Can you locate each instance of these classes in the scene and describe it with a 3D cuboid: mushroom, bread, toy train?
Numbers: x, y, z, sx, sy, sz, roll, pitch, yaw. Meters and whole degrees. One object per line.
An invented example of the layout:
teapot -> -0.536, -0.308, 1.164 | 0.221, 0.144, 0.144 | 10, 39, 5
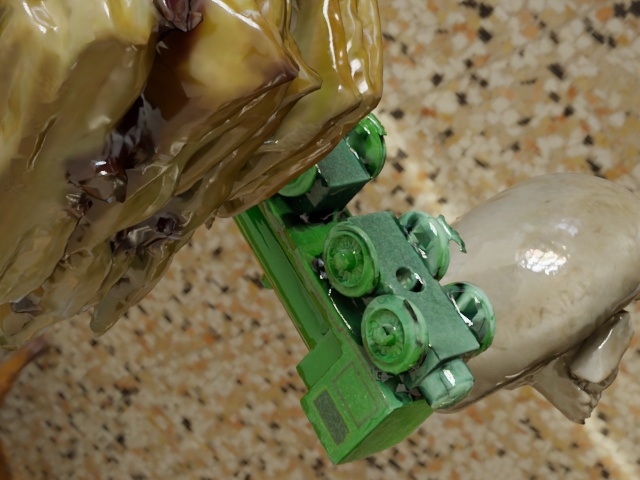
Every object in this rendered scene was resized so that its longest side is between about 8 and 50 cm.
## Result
mushroom -> 0.157, 0.052, 0.953 | 0.178, 0.226, 0.226 | 52, 138, 0
bread -> -0.113, -0.107, 0.590 | 0.370, 0.191, 0.314 | -45, 52, 54
toy train -> 0.000, 0.000, 0.731 | 0.119, 0.085, 0.251 | -51, 60, 39
